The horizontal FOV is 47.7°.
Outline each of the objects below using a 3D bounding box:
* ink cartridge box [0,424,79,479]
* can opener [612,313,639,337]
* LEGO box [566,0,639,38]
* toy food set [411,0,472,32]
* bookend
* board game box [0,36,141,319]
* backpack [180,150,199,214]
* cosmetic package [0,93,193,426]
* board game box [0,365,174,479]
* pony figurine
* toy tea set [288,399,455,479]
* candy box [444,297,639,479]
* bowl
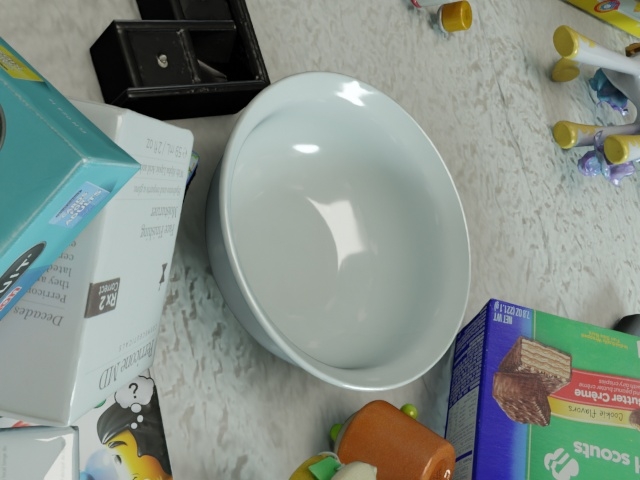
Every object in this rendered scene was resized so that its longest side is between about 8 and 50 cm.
[{"bbox_3d":[-0.263,0.212,0.425,0.232,0.066,0.189,0,77,-17],"label":"ink cartridge box"},{"bbox_3d":[0.421,0.193,1.020,0.280,0.093,0.074,-33,97,-45],"label":"can opener"},{"bbox_3d":[0.570,-0.538,1.171,0.500,0.372,0.193,7,73,-37],"label":"LEGO box"},{"bbox_3d":[0.142,-0.401,0.987,0.111,0.104,0.232,-16,105,-54],"label":"toy food set"},{"bbox_3d":[-0.147,-0.199,0.687,0.156,0.072,0.157,-13,85,-40],"label":"bookend"},{"bbox_3d":[-0.304,-0.060,0.359,0.336,0.079,0.254,43,95,1],"label":"board game box"},{"bbox_3d":[-0.159,-0.044,0.609,0.084,0.105,0.114,40,50,-24],"label":"backpack"},{"bbox_3d":[-0.188,-0.002,0.472,0.151,0.151,0.184,11,95,5],"label":"cosmetic package"},{"bbox_3d":[-0.248,0.191,0.499,0.305,0.053,0.193,-7,81,-40],"label":"board game box"},{"bbox_3d":[0.551,-0.206,1.153,0.363,0.303,0.351,-14,77,-25],"label":"pony figurine"},{"bbox_3d":[-0.005,0.249,0.632,0.336,0.124,0.200,10,96,-55],"label":"toy tea set"},{"bbox_3d":[0.272,0.250,0.768,0.268,0.122,0.317,15,58,-2],"label":"candy box"},{"bbox_3d":[0.000,0.000,0.704,0.298,0.134,0.298,12,69,-35],"label":"bowl"}]
